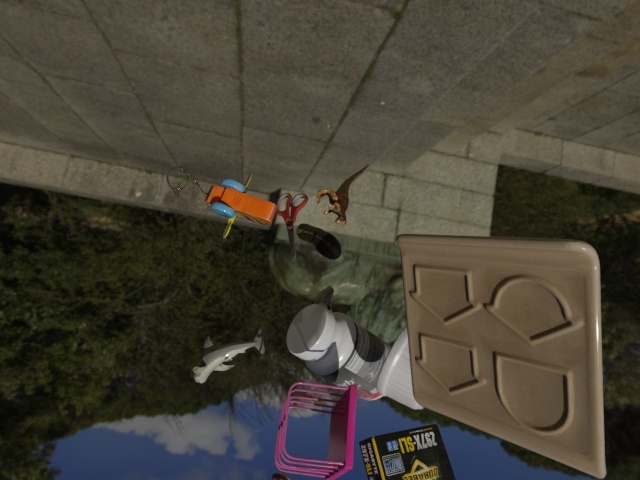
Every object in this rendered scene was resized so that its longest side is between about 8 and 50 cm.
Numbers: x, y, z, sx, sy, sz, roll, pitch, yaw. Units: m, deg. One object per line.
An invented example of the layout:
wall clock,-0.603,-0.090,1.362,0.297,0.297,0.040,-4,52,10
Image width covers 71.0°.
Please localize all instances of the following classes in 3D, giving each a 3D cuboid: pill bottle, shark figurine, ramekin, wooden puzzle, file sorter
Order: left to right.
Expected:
shark figurine,-0.317,0.350,1.448,0.278,0.116,0.166,-29,150,-2
file sorter,-0.023,0.527,1.239,0.182,0.202,0.290,10,145,-4
pill bottle,0.075,0.363,1.463,0.363,0.210,0.210,38,157,-31
ramekin,0.279,0.335,1.234,0.127,0.273,0.273,28,-179,27
wooden puzzle,0.278,0.154,0.715,0.080,0.348,0.322,-18,-166,-36

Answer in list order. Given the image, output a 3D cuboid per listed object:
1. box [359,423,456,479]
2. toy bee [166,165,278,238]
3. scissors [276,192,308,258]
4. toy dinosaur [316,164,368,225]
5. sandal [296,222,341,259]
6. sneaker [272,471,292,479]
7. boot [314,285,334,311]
box,0.289,0.738,1.416,0.322,0.257,0.079,10,142,-37
toy bee,-0.262,-0.122,1.292,0.298,0.195,0.162,42,170,5
scissors,-0.105,-0.050,1.426,0.109,0.297,0.021,-4,138,13
toy dinosaur,0.050,-0.114,1.166,0.112,0.211,0.064,12,146,5
sandal,0.000,0.000,1.734,0.219,0.090,0.060,27,-169,33
sneaker,-0.118,0.891,1.566,0.185,0.069,0.084,20,-142,38
boot,0.041,0.319,1.936,0.165,0.213,0.077,40,-156,31
